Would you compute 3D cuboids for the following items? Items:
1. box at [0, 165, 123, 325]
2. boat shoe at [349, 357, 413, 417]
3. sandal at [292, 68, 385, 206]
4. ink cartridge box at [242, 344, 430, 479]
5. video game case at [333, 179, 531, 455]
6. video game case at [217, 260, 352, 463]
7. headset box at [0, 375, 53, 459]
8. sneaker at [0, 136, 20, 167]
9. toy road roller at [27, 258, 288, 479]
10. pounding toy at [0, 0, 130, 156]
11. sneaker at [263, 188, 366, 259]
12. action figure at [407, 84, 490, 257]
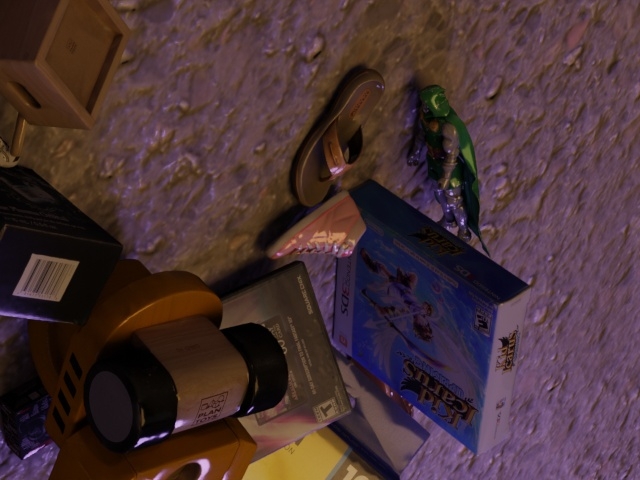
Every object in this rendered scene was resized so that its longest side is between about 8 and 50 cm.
[{"bbox_3d":[-0.297,-0.005,1.517,0.156,0.158,0.093,13,109,-54],"label":"box"},{"bbox_3d":[0.087,0.198,2.227,0.073,0.073,0.207,-40,150,-22],"label":"boat shoe"},{"bbox_3d":[0.026,-0.113,1.904,0.072,0.049,0.180,15,111,-53],"label":"sandal"},{"bbox_3d":[-0.042,0.273,1.988,0.303,0.072,0.307,43,80,-21],"label":"ink cartridge box"},{"bbox_3d":[0.127,0.094,2.008,0.061,0.269,0.244,-28,137,-32],"label":"video game case"},{"bbox_3d":[-0.104,0.163,1.896,0.274,0.026,0.196,-24,102,-29],"label":"video game case"},{"bbox_3d":[-0.310,0.193,1.781,0.062,0.032,0.083,-30,139,-30],"label":"headset box"},{"bbox_3d":[-0.309,-0.094,1.540,0.083,0.032,0.037,17,106,-55],"label":"sneaker"},{"bbox_3d":[-0.203,0.169,1.723,0.202,0.240,0.330,-12,137,-42],"label":"toy road roller"},{"bbox_3d":[-0.251,-0.162,1.496,0.141,0.100,0.130,55,48,-54],"label":"pounding toy"},{"bbox_3d":[0.000,0.000,1.945,0.134,0.070,0.051,-35,-178,-29],"label":"sneaker"},{"bbox_3d":[0.152,-0.096,2.032,0.063,0.137,0.232,-26,129,-16],"label":"action figure"}]
